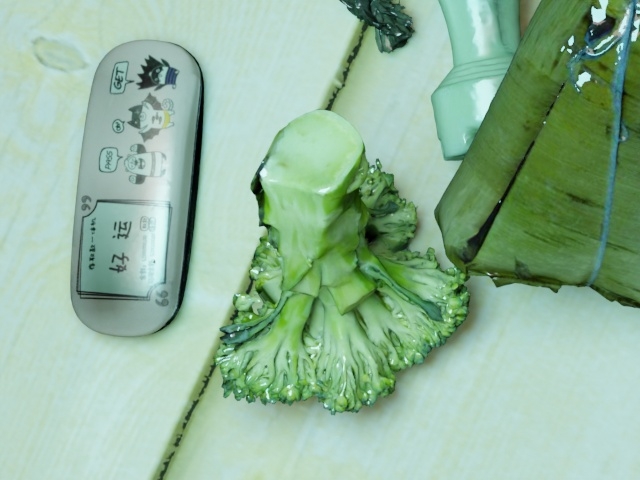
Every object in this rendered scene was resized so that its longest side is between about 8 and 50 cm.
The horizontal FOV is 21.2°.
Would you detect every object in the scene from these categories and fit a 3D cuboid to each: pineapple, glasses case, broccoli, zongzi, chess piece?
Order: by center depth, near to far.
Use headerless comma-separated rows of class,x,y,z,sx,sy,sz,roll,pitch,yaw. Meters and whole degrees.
zongzi,0.323,-0.069,1.518,0.360,0.160,0.323,22,120,-7
broccoli,0.021,-0.009,1.572,0.252,0.361,0.221,-26,62,-29
chess piece,0.156,-0.232,1.662,0.194,0.194,0.299,-8,88,14
pineapple,0.042,-0.265,1.749,0.074,0.074,0.159,-32,77,8
glasses case,-0.189,-0.056,1.772,0.122,0.075,0.314,3,81,19
